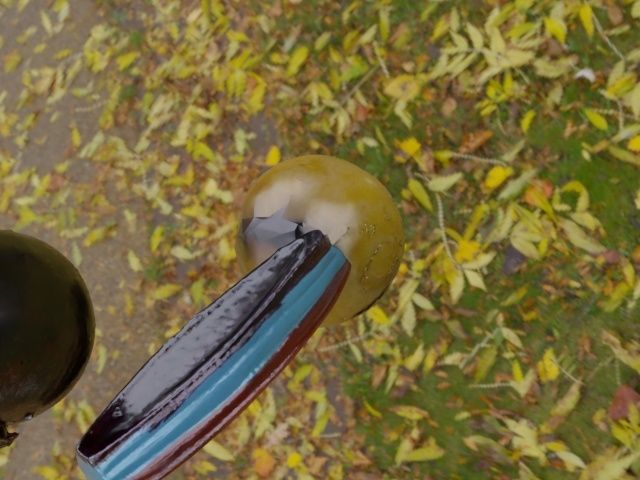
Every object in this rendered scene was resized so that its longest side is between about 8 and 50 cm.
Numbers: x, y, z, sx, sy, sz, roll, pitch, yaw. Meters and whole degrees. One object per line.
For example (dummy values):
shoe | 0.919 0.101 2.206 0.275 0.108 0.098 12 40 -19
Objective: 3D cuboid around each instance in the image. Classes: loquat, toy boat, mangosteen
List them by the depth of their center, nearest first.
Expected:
mangosteen | -0.326 0.115 0.874 0.235 0.235 0.262 -11 74 31
toy boat | -0.105 0.122 1.046 0.136 0.079 0.392 22 55 42
loquat | 0.000 0.000 1.278 0.235 0.235 0.235 -15 61 29
